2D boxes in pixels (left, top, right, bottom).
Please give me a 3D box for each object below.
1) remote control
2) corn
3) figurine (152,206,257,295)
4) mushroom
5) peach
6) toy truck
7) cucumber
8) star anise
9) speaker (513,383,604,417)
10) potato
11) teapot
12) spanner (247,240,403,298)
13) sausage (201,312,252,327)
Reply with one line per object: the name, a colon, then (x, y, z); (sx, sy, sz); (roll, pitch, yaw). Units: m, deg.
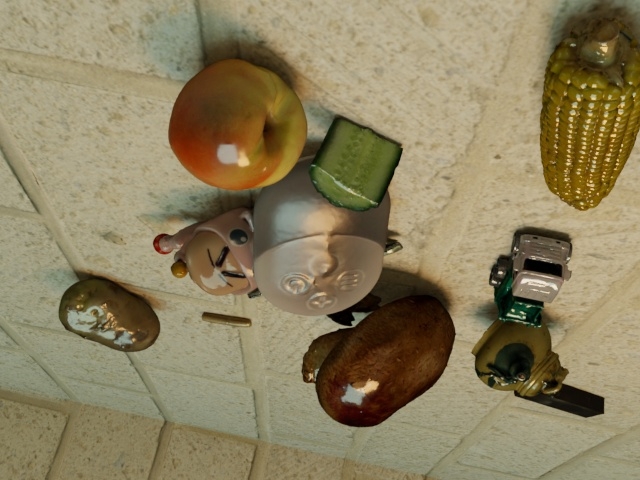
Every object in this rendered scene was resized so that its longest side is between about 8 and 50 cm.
remote control: (0.000, 0.000, 1.246); (0.221, 0.103, 0.332); (-5, 130, -9)
corn: (0.321, -0.140, 0.910); (0.119, 0.119, 0.322); (5, 157, 16)
figurine: (-0.187, 0.032, 1.418); (0.287, 0.186, 0.176); (6, 134, 49)
mushroom: (0.136, 0.245, 1.548); (0.239, 0.345, 0.345); (49, 146, -5)
peach: (-0.114, -0.150, 1.019); (0.184, 0.184, 0.184); (10, 154, 5)
toy truck: (0.362, 0.081, 1.321); (0.110, 0.116, 0.216); (11, 154, 4)
cucumber: (0.045, -0.109, 1.101); (0.116, 0.115, 0.062); (30, 150, -12)
star anise: (-0.015, 0.105, 1.575); (0.288, 0.088, 0.288); (10, 156, 5)
speaker: (0.603, 0.396, 1.923); (0.218, 0.044, 0.082); (20, 153, -15)
potato: (-0.526, 0.192, 1.902); (0.262, 0.165, 0.165); (35, 146, -31)
teapot: (0.416, 0.245, 1.544); (0.182, 0.173, 0.269); (42, -166, 22)
spanner: (0.005, 0.055, 1.390); (0.301, 0.017, 0.071); (-19, -177, 5)
sausage: (-0.239, 0.204, 1.938); (0.132, 0.024, 0.024); (8, 153, 12)
